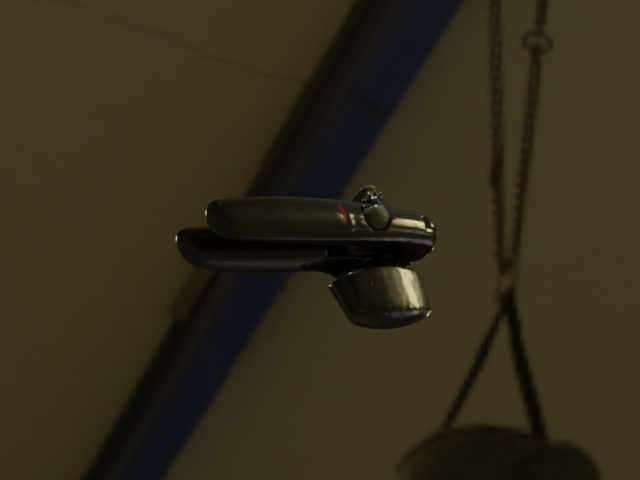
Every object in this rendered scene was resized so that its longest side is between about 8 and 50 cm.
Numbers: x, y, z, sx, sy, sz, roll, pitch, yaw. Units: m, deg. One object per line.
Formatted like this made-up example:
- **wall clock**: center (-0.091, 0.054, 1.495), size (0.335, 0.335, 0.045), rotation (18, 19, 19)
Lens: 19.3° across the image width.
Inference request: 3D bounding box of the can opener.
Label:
- **can opener**: center (0.000, 0.000, 0.994), size (0.059, 0.073, 0.186), rotation (-46, -33, 23)
